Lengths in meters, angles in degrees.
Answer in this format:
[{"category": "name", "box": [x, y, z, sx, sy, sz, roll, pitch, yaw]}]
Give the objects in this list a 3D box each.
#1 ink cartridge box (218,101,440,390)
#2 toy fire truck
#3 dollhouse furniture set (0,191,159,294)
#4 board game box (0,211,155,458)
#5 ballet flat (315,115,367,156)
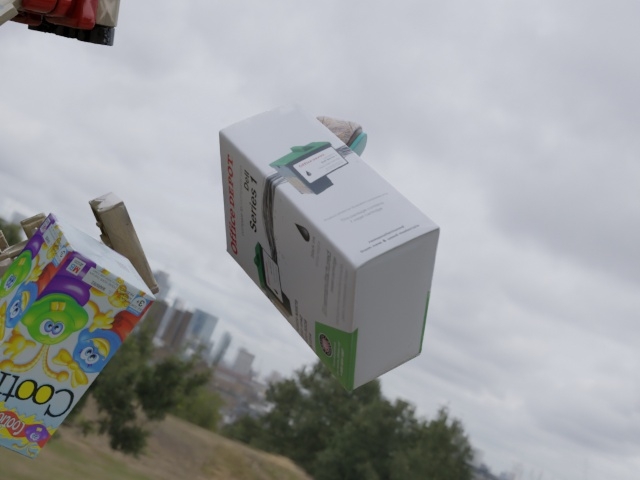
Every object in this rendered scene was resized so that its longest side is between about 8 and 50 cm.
[{"category": "ink cartridge box", "box": [0.000, 0.000, 0.834, 0.219, 0.092, 0.160, 44, -33, 37]}, {"category": "toy fire truck", "box": [-0.455, -0.356, 1.385, 0.217, 0.159, 0.246, 20, 15, 38]}, {"category": "dollhouse furniture set", "box": [-0.407, 0.048, 1.471, 0.212, 0.242, 0.161, 28, -40, 64]}, {"category": "board game box", "box": [-0.378, 0.127, 1.246, 0.142, 0.275, 0.144, 36, 2, -35]}, {"category": "ballet flat", "box": [-0.043, -0.076, 1.368, 0.106, 0.316, 0.108, 28, -38, 11]}]
